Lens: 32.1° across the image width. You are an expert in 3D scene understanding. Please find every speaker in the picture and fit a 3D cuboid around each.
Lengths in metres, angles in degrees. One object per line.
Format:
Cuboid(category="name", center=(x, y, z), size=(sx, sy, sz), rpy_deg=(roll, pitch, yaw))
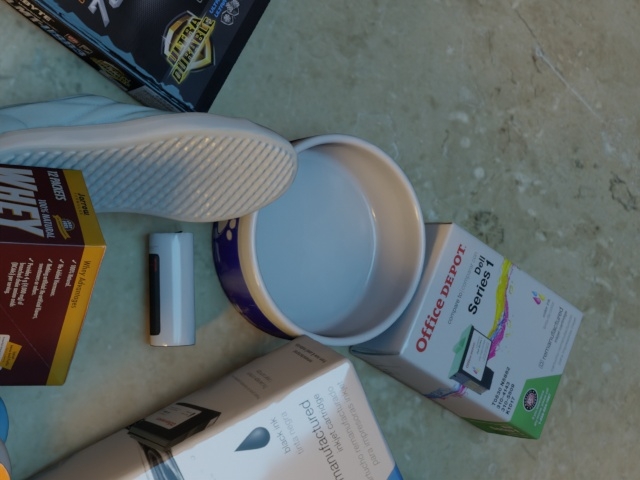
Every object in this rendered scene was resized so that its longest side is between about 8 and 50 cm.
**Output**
Cuboid(category="speaker", center=(-0.176, 0.057, 1.323), size=(0.055, 0.055, 0.136), rpy_deg=(0, 89, -33))

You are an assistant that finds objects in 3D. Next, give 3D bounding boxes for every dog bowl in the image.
Cuboid(category="dog bowl", center=(0.000, 0.000, 1.412), size=(0.265, 0.104, 0.264), rpy_deg=(1, 89, -33))

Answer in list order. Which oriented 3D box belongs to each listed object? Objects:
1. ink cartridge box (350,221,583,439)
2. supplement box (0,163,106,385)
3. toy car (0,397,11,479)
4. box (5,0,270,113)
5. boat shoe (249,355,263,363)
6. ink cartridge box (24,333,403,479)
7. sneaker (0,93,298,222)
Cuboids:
Cuboid(category="ink cartridge box", center=(0.205, 0.125, 1.535), size=(0.278, 0.117, 0.201), rpy_deg=(33, 72, -28))
Cuboid(category="supplement box", center=(-0.340, 0.034, 1.108), size=(0.194, 0.129, 0.191), rpy_deg=(4, 127, -28))
Cuboid(category="toy car", center=(-0.369, 0.243, 1.058), size=(0.219, 0.238, 0.210), rpy_deg=(5, 86, -46))
Cuboid(category="box", center=(-0.200, -0.334, 1.312), size=(0.293, 0.073, 0.295), rpy_deg=(38, 68, -28))
Cuboid(category="boat shoe", center=(-0.022, 0.265, 1.404), size=(0.095, 0.079, 0.254), rpy_deg=(-19, 99, -33))
Cuboid(category="ink cartridge box", center=(-0.108, 0.327, 1.239), size=(0.395, 0.166, 0.285), rpy_deg=(-27, 102, -15))
Cuboid(category="sneaker", center=(-0.208, -0.112, 1.238), size=(0.366, 0.150, 0.135), rpy_deg=(0, 130, -25))
